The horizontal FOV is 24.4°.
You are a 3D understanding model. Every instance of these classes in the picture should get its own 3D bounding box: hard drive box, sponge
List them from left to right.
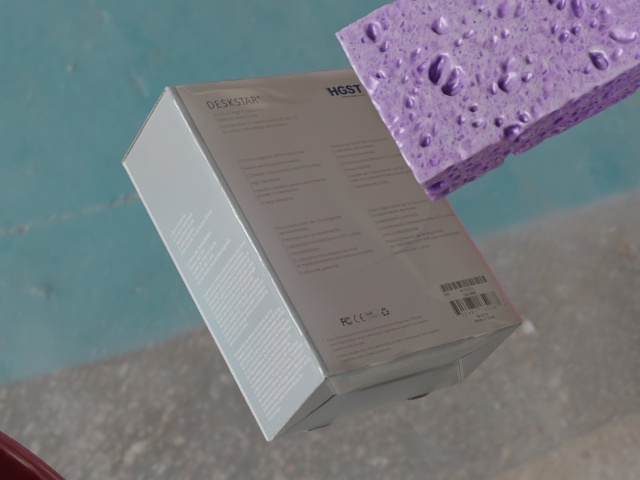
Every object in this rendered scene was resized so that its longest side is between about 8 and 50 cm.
[{"bbox_3d":[0.000,0.000,1.015,0.181,0.089,0.232,-10,62,-38],"label":"hard drive box"},{"bbox_3d":[0.125,-0.119,0.825,0.210,0.031,0.117,-29,60,5],"label":"sponge"}]

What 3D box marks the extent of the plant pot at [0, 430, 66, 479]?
[{"bbox_3d":[-0.185,0.177,0.541,0.201,0.180,0.201,32,16,-11],"label":"plant pot"}]
